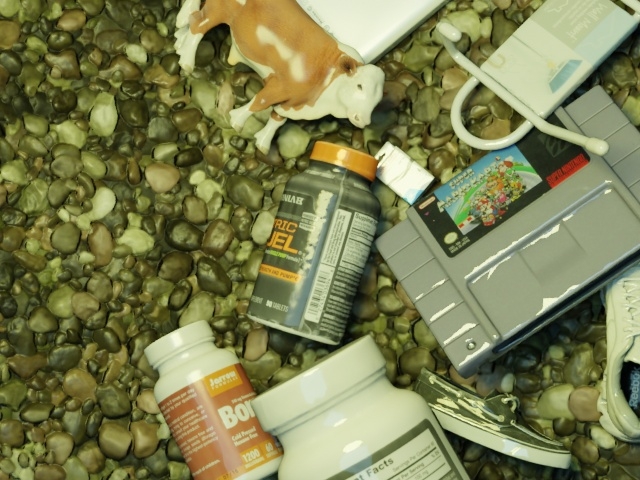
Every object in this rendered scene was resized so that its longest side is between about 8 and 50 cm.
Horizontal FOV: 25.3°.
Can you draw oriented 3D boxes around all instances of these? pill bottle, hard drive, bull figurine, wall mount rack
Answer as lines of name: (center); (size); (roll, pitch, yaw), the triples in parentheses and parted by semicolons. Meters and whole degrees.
pill bottle: (0.000, 0.000, 1.823); (0.130, 0.130, 0.246); (16, 87, 10)
hard drive: (0.038, -0.338, 1.890); (0.307, 0.040, 0.203); (-39, 81, 4)
pill bottle: (-0.139, 0.217, 1.830); (0.121, 0.121, 0.216); (-28, 82, 6)
bull figurine: (-0.058, -0.231, 1.823); (0.188, 0.101, 0.310); (-42, 74, 9)
pill bottle: (0.077, 0.311, 1.728); (0.210, 0.210, 0.363); (-30, 87, 5)
wall mount rack: (0.320, -0.239, 1.756); (0.350, 0.130, 0.304); (-45, 60, -3)

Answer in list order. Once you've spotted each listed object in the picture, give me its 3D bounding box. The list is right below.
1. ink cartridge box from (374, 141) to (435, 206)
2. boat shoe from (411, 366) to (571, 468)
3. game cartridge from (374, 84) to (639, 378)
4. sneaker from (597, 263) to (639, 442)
ink cartridge box: (0.103, -0.088, 1.865); (0.083, 0.028, 0.048); (40, 92, 10)
boat shoe: (0.217, 0.223, 1.797); (0.219, 0.078, 0.070); (21, 90, 12)
game cartridge: (0.262, -0.017, 1.782); (0.355, 0.068, 0.230); (-35, 63, 4)
sneaker: (0.395, 0.103, 1.760); (0.110, 0.118, 0.292); (-1, 84, 11)
